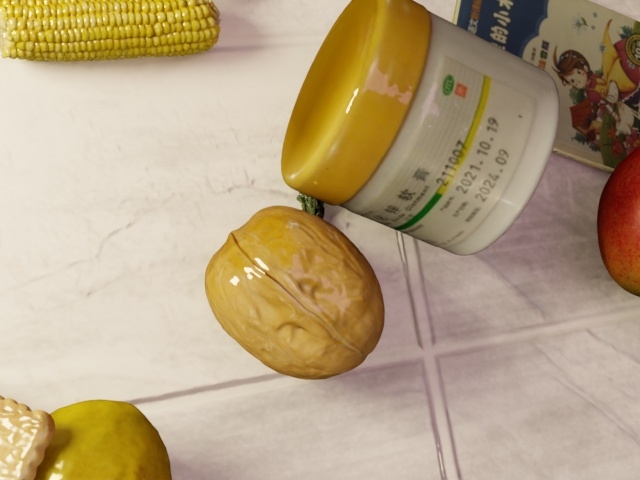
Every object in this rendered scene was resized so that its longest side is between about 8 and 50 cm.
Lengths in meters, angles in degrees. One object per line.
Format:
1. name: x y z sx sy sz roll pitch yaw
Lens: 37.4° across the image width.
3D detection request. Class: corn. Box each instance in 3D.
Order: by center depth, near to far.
1. corn: -0.230 -0.237 1.031 0.248 0.081 0.081 -8 84 -22

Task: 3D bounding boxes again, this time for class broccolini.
1. broccolini: 0.000 0.000 1.110 0.035 0.030 0.140 -9 89 -57

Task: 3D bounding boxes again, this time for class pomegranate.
1. pomegranate: 0.449 -0.002 1.173 0.221 0.221 0.257 -2 98 -20

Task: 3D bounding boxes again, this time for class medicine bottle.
1. medicine bottle: 0.106 -0.127 1.051 0.232 0.238 0.238 23 74 -16

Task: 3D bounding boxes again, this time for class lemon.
1. lemon: -0.224 0.256 0.902 0.170 0.170 0.207 16 69 -17

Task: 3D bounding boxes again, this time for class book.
1. book: 0.316 -0.228 1.263 0.322 0.018 0.228 16 76 -17

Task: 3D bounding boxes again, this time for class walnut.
1. walnut: -0.024 0.058 1.017 0.197 0.165 0.165 36 71 -11

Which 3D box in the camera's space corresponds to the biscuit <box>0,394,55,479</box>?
1. biscuit: -0.368 0.198 0.863 0.249 0.030 0.160 13 72 22
